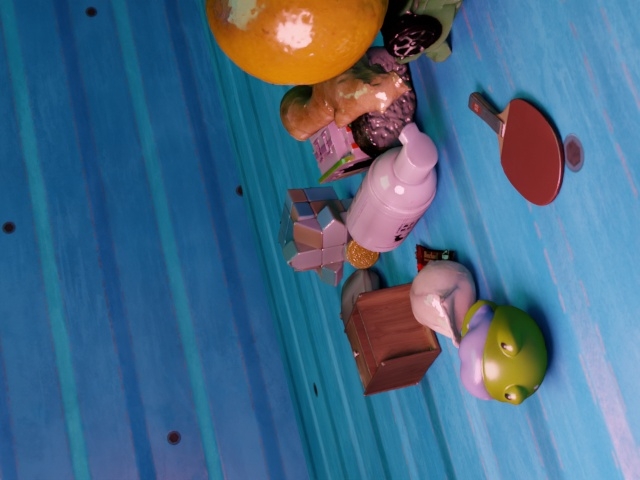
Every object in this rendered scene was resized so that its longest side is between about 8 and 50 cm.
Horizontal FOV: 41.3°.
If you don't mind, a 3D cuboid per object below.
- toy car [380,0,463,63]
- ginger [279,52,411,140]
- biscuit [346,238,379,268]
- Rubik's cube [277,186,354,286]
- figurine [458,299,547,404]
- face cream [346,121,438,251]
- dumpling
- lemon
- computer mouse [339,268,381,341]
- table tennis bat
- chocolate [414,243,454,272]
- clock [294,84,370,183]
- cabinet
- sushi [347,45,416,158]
[{"bbox_3d":[0.173,-0.444,1.393,0.359,0.176,0.213,118,138,-61],"label":"toy car"},{"bbox_3d":[0.022,-0.297,1.666,0.363,0.122,0.348,-55,33,33],"label":"ginger"},{"bbox_3d":[0.105,0.029,2.104,0.023,0.084,0.084,155,104,-75],"label":"biscuit"},{"bbox_3d":[0.000,0.000,2.224,0.213,0.224,0.265,-116,27,-43],"label":"Rubik's cube"},{"bbox_3d":[0.295,0.178,1.424,0.263,0.143,0.162,-87,-4,-80],"label":"figurine"},{"bbox_3d":[0.157,-0.105,1.703,0.370,0.145,0.145,115,142,-67],"label":"face cream"},{"bbox_3d":[0.238,0.124,1.615,0.216,0.126,0.166,24,135,62],"label":"dumpling"},{"bbox_3d":[-0.036,-0.385,1.332,0.297,0.297,0.297,170,90,-75],"label":"lemon"},{"bbox_3d":[0.099,0.182,2.223,0.331,0.095,0.197,131,132,-71],"label":"computer mouse"},{"bbox_3d":[0.308,-0.164,1.352,0.274,0.021,0.154,-120,25,-49],"label":"table tennis bat"},{"bbox_3d":[0.236,0.053,1.744,0.182,0.028,0.086,-158,60,-73],"label":"chocolate"},{"bbox_3d":[0.044,-0.314,1.959,0.235,0.166,0.310,150,102,-74],"label":"clock"},{"bbox_3d":[0.154,0.229,1.933,0.215,0.148,0.175,106,151,-61],"label":"cabinet"},{"bbox_3d":[0.121,-0.284,1.752,0.127,0.124,0.225,155,108,-71],"label":"sushi"}]
